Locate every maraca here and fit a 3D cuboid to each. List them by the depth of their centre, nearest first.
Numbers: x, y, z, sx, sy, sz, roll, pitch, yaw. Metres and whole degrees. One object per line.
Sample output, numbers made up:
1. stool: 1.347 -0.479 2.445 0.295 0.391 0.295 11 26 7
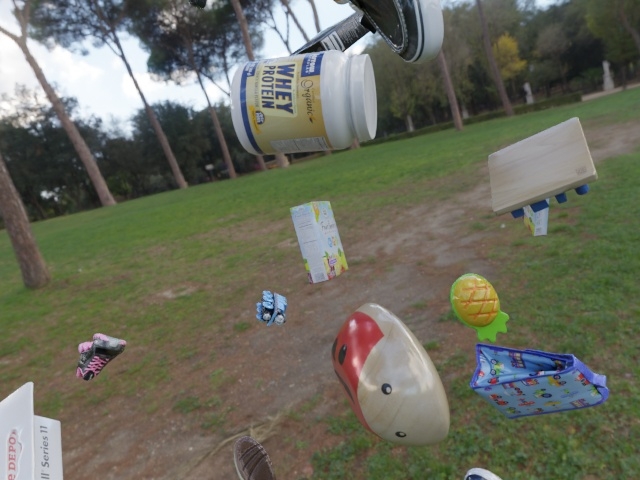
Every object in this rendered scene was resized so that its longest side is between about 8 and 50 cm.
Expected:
1. maraca: 0.409 0.173 1.260 0.127 0.186 0.099 -35 1 -10

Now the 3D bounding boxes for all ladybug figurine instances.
1. ladybug figurine: 0.131 0.301 1.097 0.161 0.306 0.449 -20 3 -9

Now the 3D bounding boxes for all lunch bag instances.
1. lunch bag: 0.583 0.371 1.280 0.293 0.221 0.138 -15 45 44

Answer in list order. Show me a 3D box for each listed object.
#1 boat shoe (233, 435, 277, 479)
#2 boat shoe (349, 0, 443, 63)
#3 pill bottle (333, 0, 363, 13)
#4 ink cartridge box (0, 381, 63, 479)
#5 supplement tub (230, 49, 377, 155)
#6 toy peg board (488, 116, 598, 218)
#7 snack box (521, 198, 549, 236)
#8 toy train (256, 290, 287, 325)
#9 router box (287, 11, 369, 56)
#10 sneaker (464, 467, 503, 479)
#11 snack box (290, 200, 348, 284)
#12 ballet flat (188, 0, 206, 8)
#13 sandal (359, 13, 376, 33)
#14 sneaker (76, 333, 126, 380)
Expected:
1. boat shoe: -0.158 0.642 1.272 0.095 0.095 0.257 -11 49 -37
2. boat shoe: 0.056 -0.397 0.704 0.119 0.336 0.121 -26 -3 -17
3. pill bottle: 0.048 -0.736 1.331 0.245 0.137 0.136 27 -17 -33
4. ink cartridge box: -0.480 0.385 0.684 0.353 0.119 0.207 -37 49 7
5. supplement tub: -0.033 -0.329 1.180 0.315 0.229 0.228 -2 14 15
6. toy peg board: 0.387 -0.106 0.847 0.161 0.079 0.161 -24 35 33
7. snack box: 0.587 -0.096 1.340 0.037 0.141 0.100 -8 30 4
8. toy train: -0.177 0.253 1.812 0.105 0.080 0.184 25 13 -13
9. router box: 0.017 -0.683 1.717 0.243 0.081 0.308 -44 24 -20
10. sneaker: 0.349 0.603 0.944 0.153 0.283 0.099 -18 -14 -47
11. snack box: 0.000 0.000 1.332 0.070 0.207 0.174 -16 1 18
12. ballet flat: -0.374 -0.827 1.551 0.074 0.204 0.074 7 -9 1
13. sandal: 0.190 -0.459 0.741 0.168 0.106 0.445 -61 9 -12
14. sneaker: -0.311 0.167 0.684 0.119 0.047 0.057 -30 42 44
